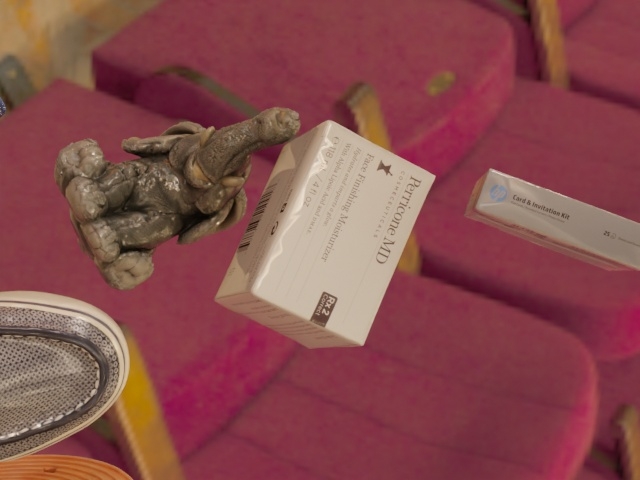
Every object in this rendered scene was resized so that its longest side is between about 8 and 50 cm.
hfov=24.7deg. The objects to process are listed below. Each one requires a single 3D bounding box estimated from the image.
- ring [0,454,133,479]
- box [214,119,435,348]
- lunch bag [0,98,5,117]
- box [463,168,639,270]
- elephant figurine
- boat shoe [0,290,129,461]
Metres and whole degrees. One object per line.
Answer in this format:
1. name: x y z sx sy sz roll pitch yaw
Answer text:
1. ring: -0.316 0.260 1.233 0.337 0.337 0.032 -28 112 -52
2. box: 0.000 0.000 1.406 0.119 0.182 0.181 26 79 -12
3. lunch bag: -0.410 -0.157 1.635 0.098 0.067 0.065 50 57 -3
4. box: 0.198 -0.014 1.234 0.186 0.145 0.038 37 73 -86
5. elephant figurine: -0.143 -0.057 1.535 0.239 0.186 0.169 -27 129 -12
6. boat shoe: -0.285 0.121 0.954 0.341 0.158 0.127 -11 104 -14
